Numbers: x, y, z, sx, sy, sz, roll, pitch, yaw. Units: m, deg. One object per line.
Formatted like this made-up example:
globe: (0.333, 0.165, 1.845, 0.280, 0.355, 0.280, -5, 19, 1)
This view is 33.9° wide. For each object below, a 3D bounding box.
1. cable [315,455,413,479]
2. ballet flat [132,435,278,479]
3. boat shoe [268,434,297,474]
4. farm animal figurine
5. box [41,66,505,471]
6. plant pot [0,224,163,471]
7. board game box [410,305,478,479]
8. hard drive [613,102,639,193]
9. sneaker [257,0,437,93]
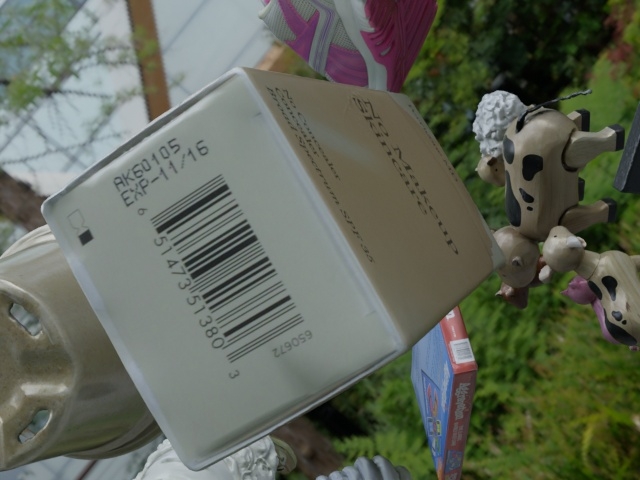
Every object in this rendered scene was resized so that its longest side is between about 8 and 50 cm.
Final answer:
cable: (0.034, 0.247, 0.568, 0.089, 0.257, 0.257, -10, 21, -3)
ballet flat: (-0.154, 0.314, 0.979, 0.409, 0.147, 0.147, -63, 6, -32)
boat shoe: (-0.080, 0.276, 1.380, 0.153, 0.056, 0.048, 57, -136, -48)
farm animal figurine: (0.285, -0.017, 1.287, 0.172, 0.327, 0.330, -14, 13, -21)
box: (0.000, 0.000, 0.591, 0.121, 0.148, 0.311, -32, -3, 18)
plant pot: (-0.347, 0.139, 1.293, 0.334, 0.334, 0.305, -51, -7, 8)
board game box: (0.128, 0.141, 1.120, 0.281, 0.027, 0.145, 85, 174, -56)
hard drive: (0.377, -0.091, 1.093, 0.022, 0.135, 0.094, -128, 45, -58)
sneaker: (0.016, -0.175, 0.779, 0.103, 0.111, 0.252, -64, -17, -16)
